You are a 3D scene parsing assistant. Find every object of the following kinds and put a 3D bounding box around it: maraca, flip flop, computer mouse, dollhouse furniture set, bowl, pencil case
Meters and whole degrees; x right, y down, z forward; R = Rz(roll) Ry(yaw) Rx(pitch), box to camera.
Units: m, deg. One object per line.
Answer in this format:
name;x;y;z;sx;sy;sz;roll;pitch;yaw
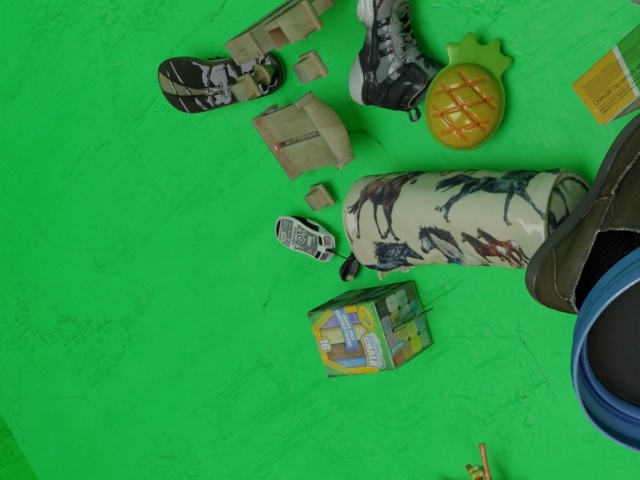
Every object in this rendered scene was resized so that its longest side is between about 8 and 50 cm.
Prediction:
maraca;0.234;-0.233;1.620;0.127;0.099;0.186;15;102;4
flip flop;-0.188;-0.312;1.959;0.277;0.080;0.112;-5;106;25
computer mouse;0.000;0.000;1.938;0.193;0.042;0.106;27;126;23
dollhouse furniture set;0.019;-0.247;1.774;0.356;0.174;0.303;56;156;-15
bowl;0.530;0.138;1.382;0.391;0.077;0.391;0;126;0
pencil case;0.240;-0.024;1.650;0.410;0.160;0.184;1;130;39

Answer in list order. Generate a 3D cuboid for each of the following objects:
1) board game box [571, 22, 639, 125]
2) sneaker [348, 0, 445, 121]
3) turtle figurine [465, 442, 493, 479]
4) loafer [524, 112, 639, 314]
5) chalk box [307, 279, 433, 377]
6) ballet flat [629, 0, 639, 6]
board game box;0.477;-0.264;1.258;0.064;0.316;0.242;55;131;11
sneaker;0.139;-0.325;1.666;0.153;0.101;0.269;29;128;28
turtle figurine;0.291;0.473;1.838;0.217;0.087;0.270;-13;106;49
loafer;0.442;-0.034;1.423;0.366;0.133;0.130;-57;26;12
chalk box;0.108;0.157;1.843;0.213;0.132;0.132;-12;98;43
ballet flat;0.529;-0.430;1.264;0.400;0.139;0.139;-43;77;36
